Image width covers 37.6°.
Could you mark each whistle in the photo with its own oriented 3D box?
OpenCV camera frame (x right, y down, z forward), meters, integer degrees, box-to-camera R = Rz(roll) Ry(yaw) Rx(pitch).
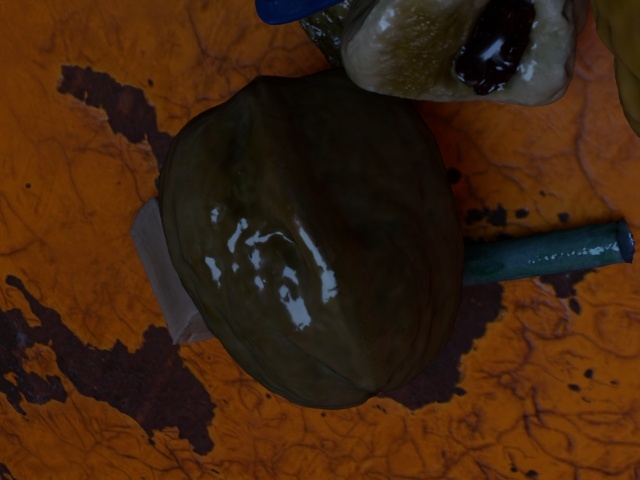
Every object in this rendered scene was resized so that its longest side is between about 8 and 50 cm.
[{"bbox_3d":[0.168,0.016,0.798,0.186,0.039,0.039,-12,113,35],"label":"whistle"}]

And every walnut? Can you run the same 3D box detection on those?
[{"bbox_3d":[0.000,0.000,0.749,0.227,0.283,0.283,-21,110,8],"label":"walnut"}]

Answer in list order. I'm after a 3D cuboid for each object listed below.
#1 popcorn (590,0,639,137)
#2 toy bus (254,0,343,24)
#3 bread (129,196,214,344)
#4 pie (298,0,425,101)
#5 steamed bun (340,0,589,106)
[{"bbox_3d":[0.279,-0.160,0.412,0.344,0.390,0.354,8,157,44],"label":"popcorn"},{"bbox_3d":[-0.040,-0.293,0.547,0.138,0.175,0.288,-13,76,37],"label":"toy bus"},{"bbox_3d":[-0.124,0.029,0.990,0.077,0.105,0.152,-45,60,42],"label":"bread"},{"bbox_3d":[0.042,-0.160,0.759,0.170,0.034,0.092,35,141,-4],"label":"pie"},{"bbox_3d":[0.111,-0.163,0.648,0.155,0.172,0.141,27,138,-10],"label":"steamed bun"}]
